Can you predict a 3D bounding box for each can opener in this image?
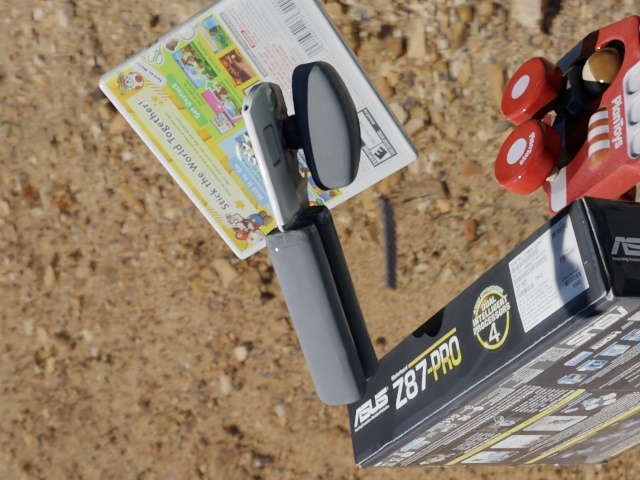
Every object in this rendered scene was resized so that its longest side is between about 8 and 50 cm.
[{"bbox_3d":[0.000,0.000,0.861,0.093,0.074,0.280,-6,109,23],"label":"can opener"}]

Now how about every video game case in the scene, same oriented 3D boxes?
[{"bbox_3d":[-0.053,-0.114,0.980,0.206,0.026,0.227,-30,119,14],"label":"video game case"}]

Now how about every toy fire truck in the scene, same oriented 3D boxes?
[{"bbox_3d":[0.373,-0.166,1.381,0.169,0.302,0.254,28,140,-20],"label":"toy fire truck"}]

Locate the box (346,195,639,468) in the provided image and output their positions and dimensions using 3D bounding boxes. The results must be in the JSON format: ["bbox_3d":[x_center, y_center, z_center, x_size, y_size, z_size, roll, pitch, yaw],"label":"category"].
[{"bbox_3d":[0.248,0.106,0.959,0.395,0.318,0.097,130,138,-51],"label":"box"}]
